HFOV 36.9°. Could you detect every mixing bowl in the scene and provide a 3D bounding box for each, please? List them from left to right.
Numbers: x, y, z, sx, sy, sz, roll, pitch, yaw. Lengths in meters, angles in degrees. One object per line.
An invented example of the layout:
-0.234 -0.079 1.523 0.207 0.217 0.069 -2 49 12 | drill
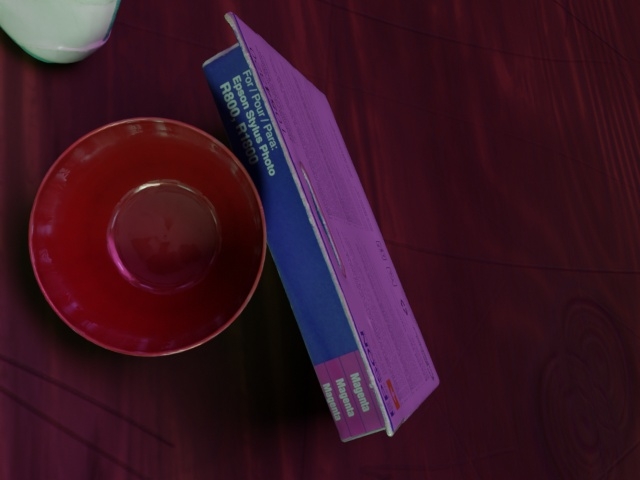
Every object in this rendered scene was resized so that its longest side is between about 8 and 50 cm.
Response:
-0.132 -0.003 0.773 0.181 0.098 0.181 0 90 -2 | mixing bowl

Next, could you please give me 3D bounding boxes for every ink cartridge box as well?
0.000 0.000 0.824 0.330 0.071 0.324 9 59 -76 | ink cartridge box

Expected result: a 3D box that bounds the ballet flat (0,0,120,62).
-0.311 -0.313 0.763 0.400 0.139 0.139 42 48 -18 | ballet flat
